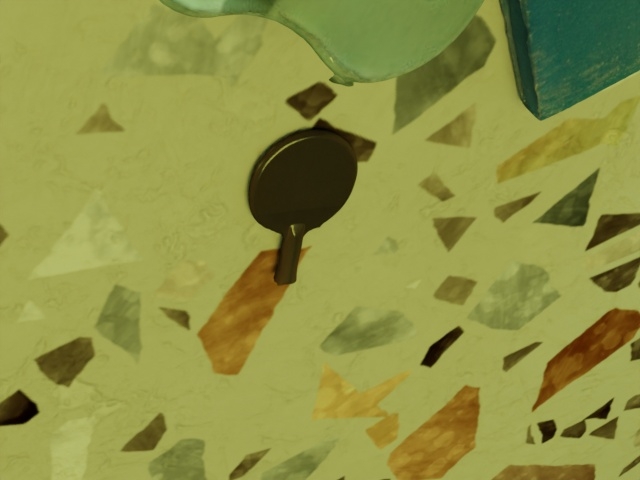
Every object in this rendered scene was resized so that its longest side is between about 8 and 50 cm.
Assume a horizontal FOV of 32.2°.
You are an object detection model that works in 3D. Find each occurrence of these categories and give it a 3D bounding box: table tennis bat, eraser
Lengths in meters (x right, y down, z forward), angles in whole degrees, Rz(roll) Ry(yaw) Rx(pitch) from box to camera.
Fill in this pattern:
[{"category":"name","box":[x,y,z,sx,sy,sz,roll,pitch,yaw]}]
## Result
[{"category":"table tennis bat","box":[0.000,0.000,0.993,0.107,0.119,0.170,-7,130,-25]},{"category":"eraser","box":[0.221,-0.251,0.952,0.144,0.043,0.312,-29,137,-6]}]

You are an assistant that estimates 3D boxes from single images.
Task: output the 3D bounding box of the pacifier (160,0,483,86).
[{"category":"pacifier","box":[0.040,-0.243,0.701,0.343,0.269,0.288,11,99,-41]}]
